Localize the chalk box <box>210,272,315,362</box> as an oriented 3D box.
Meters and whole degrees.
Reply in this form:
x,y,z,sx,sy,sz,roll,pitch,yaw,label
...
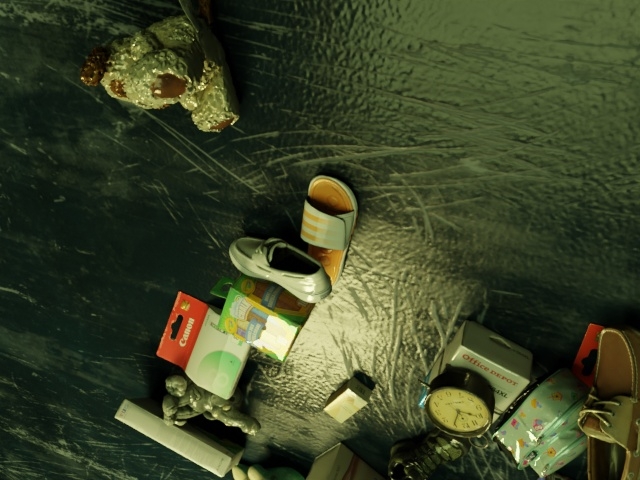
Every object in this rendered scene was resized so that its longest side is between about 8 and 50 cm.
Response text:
x,y,z,sx,sy,sz,roll,pitch,yaw,label
-0.130,0.135,1.222,0.212,0.132,0.132,28,128,4,chalk box

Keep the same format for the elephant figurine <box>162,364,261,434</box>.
x,y,z,sx,sy,sz,roll,pitch,yaw,label
-0.270,0.400,1.448,0.239,0.186,0.169,2,161,-6,elephant figurine

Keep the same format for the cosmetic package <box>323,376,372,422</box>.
x,y,z,sx,sy,sz,roll,pitch,yaw,label
0.064,0.380,1.346,0.060,0.041,0.115,37,127,-2,cosmetic package

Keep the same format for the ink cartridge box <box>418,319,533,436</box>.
x,y,z,sx,sy,sz,roll,pitch,yaw,label
0.310,0.281,1.148,0.148,0.086,0.203,27,128,7,ink cartridge box

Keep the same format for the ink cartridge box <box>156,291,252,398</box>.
x,y,z,sx,sy,sz,roll,pitch,yaw,label
-0.281,0.249,1.363,0.224,0.056,0.181,23,97,8,ink cartridge box

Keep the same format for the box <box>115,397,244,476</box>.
x,y,z,sx,sy,sz,roll,pitch,yaw,label
-0.370,0.524,1.539,0.321,0.059,0.232,27,168,7,box

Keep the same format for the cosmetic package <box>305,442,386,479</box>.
x,y,z,sx,sy,sz,roll,pitch,yaw,label
0.106,0.682,1.450,0.296,0.153,0.129,39,126,-5,cosmetic package

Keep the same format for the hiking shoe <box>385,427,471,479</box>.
x,y,z,sx,sy,sz,roll,pitch,yaw,label
0.247,0.508,1.299,0.086,0.114,0.226,47,127,-10,hiking shoe

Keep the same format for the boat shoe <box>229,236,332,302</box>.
x,y,z,sx,sy,sz,roll,pitch,yaw,label
-0.085,0.034,1.135,0.258,0.095,0.084,20,141,30,boat shoe

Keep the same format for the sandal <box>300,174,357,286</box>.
x,y,z,sx,sy,sz,roll,pitch,yaw,label
0.010,0.003,1.113,0.101,0.076,0.266,14,124,15,sandal

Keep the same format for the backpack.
x,y,z,sx,sy,sz,roll,pitch,yaw,label
0.438,0.339,1.072,0.144,0.165,0.189,42,127,39,backpack

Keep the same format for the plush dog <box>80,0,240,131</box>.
x,y,z,sx,sy,sz,roll,pitch,yaw,label
-0.286,-0.305,0.988,0.225,0.262,0.211,-6,84,16,plush dog

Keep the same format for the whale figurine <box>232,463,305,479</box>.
x,y,z,sx,sy,sz,roll,pitch,yaw,label
-0.135,0.697,1.599,0.271,0.141,0.217,5,125,50,whale figurine

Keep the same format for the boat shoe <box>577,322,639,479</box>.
x,y,z,sx,sy,sz,roll,pitch,yaw,label
0.503,0.304,0.951,0.116,0.123,0.325,-1,83,-15,boat shoe

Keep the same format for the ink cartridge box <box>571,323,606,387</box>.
x,y,z,sx,sy,sz,roll,pitch,yaw,label
0.590,0.266,1.036,0.232,0.066,0.189,11,124,12,ink cartridge box

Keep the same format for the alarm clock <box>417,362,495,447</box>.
x,y,z,sx,sy,sz,roll,pitch,yaw,label
0.276,0.329,1.097,0.129,0.064,0.192,-17,109,32,alarm clock

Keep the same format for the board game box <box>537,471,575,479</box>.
x,y,z,sx,sy,sz,roll,pitch,yaw,label
0.577,0.662,1.176,0.290,0.232,0.141,20,126,10,board game box
